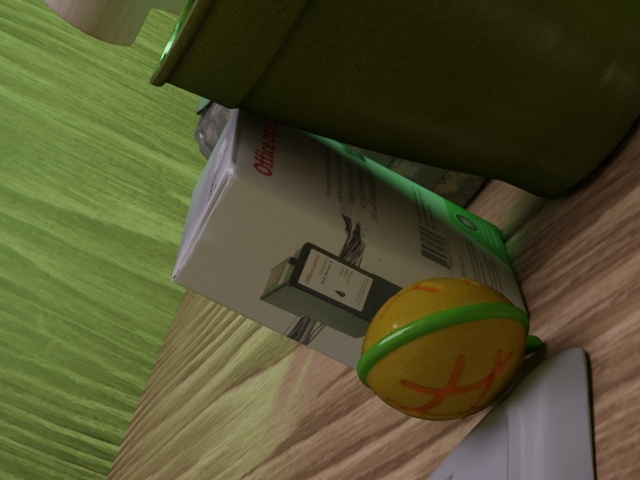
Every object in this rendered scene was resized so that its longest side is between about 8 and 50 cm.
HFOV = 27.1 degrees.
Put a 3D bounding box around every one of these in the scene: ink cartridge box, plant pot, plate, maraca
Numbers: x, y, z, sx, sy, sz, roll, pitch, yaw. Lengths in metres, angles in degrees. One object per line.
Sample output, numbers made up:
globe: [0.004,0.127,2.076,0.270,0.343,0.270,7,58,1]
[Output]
ink cartridge box: [0.023,0.008,1.144,0.114,0.273,0.198,-59,11,20]
plant pot: [0.098,-0.215,1.106,0.366,0.353,0.366,-60,11,20]
plate: [0.092,0.236,0.906,0.277,0.045,0.278,-56,12,35]
maraca: [0.097,0.083,0.971,0.127,0.186,0.099,-23,68,17]

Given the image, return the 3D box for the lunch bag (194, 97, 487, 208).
lunch bag: [0.027,-0.124,1.396,0.235,0.287,0.169,-53,15,40]

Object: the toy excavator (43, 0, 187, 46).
toy excavator: [-0.070,-0.243,1.574,0.222,0.445,0.433,-59,1,25]
